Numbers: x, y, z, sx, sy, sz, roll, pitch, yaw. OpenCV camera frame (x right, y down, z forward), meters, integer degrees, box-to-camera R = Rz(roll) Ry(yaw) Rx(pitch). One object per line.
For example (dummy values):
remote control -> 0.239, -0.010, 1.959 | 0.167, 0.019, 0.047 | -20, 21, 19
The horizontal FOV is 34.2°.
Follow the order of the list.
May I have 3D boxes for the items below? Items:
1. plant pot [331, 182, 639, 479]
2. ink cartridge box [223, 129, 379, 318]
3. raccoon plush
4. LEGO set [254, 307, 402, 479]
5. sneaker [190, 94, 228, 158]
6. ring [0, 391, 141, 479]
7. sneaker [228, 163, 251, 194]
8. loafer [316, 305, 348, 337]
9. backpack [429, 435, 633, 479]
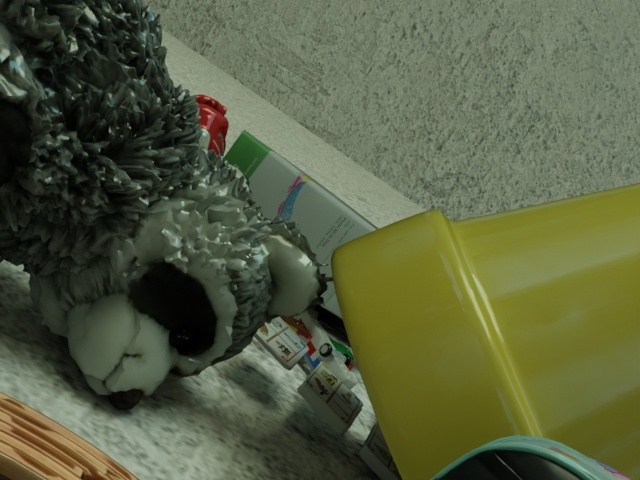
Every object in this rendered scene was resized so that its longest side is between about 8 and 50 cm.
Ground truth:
plant pot -> 0.164, 0.075, 0.706 | 0.254, 0.239, 0.254 | -24, 90, -83
ink cartridge box -> 0.000, 0.000, 1.039 | 0.212, 0.093, 0.154 | 37, 1, 37
raccoon plush -> -0.115, -0.122, 0.675 | 0.299, 0.446, 0.216 | 23, -13, -41
LEGO set -> 0.013, 0.126, 0.900 | 0.182, 0.060, 0.244 | 46, 12, 3
sneaker -> -0.146, -0.104, 1.169 | 0.107, 0.118, 0.279 | 25, -2, -15
ring -> -0.139, 0.133, 0.353 | 0.336, 0.032, 0.336 | 31, 9, -5
sneaker -> -0.172, -0.050, 0.902 | 0.147, 0.130, 0.330 | 14, 20, -35
loafer -> 0.056, 0.096, 1.126 | 0.170, 0.062, 0.061 | 27, -30, 6
backpack -> 0.113, 0.185, 0.491 | 0.188, 0.166, 0.144 | 38, 9, 11
